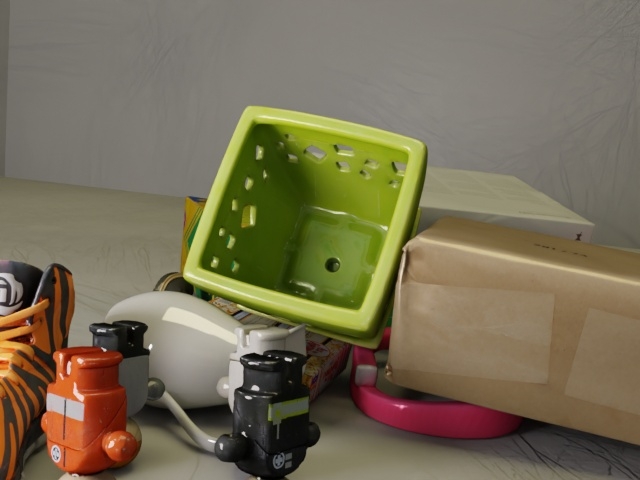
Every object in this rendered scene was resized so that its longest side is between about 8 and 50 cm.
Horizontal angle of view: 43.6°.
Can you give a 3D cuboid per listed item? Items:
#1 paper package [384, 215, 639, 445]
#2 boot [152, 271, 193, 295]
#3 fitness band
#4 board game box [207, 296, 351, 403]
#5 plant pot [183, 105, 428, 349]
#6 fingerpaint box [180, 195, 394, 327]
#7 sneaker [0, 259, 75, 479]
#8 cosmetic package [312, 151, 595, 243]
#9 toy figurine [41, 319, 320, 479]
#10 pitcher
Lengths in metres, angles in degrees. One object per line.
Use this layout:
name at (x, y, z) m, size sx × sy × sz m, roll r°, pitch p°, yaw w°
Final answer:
paper package at (0.264, 0.086, 0.924) m, size 0.324 × 0.168 × 0.309 m, roll 12°, pitch 10°, yaw 13°
boot at (-0.182, 0.112, 1.157) m, size 0.137 × 0.077 × 0.198 m, roll 11°, pitch 22°, yaw 7°
fitness band at (0.142, 0.166, 0.991) m, size 0.208 × 0.054 × 0.291 m, roll 5°, pitch 9°, yaw 1°
board game box at (-0.075, 0.131, 0.990) m, size 0.193 × 0.045 × 0.146 m, roll 18°, pitch 16°, yaw 18°
plant pot at (0.000, 0.000, 0.960) m, size 0.227 × 0.228 × 0.207 m, roll 15°, pitch -17°, yaw 16°
fingerpaint box at (-0.001, 0.037, 1.426) m, size 0.444 × 0.163 × 0.371 m, roll 4°, pitch 9°, yaw -19°
sneaker at (-0.290, 0.109, 0.667) m, size 0.124 × 0.180 × 0.321 m, roll 4°, pitch 8°, yaw -4°
cosmetic package at (0.185, -0.045, 1.256) m, size 0.377 × 0.098 × 0.284 m, roll 5°, pitch 16°, yaw -13°
toy figurine at (-0.111, 0.152, 0.653) m, size 0.213 × 0.148 × 0.209 m, roll 2°, pitch 3°, yaw -8°
pitcher at (-0.137, 0.138, 0.841) m, size 0.207 × 0.126 × 0.178 m, roll 10°, pitch 33°, yaw 15°
